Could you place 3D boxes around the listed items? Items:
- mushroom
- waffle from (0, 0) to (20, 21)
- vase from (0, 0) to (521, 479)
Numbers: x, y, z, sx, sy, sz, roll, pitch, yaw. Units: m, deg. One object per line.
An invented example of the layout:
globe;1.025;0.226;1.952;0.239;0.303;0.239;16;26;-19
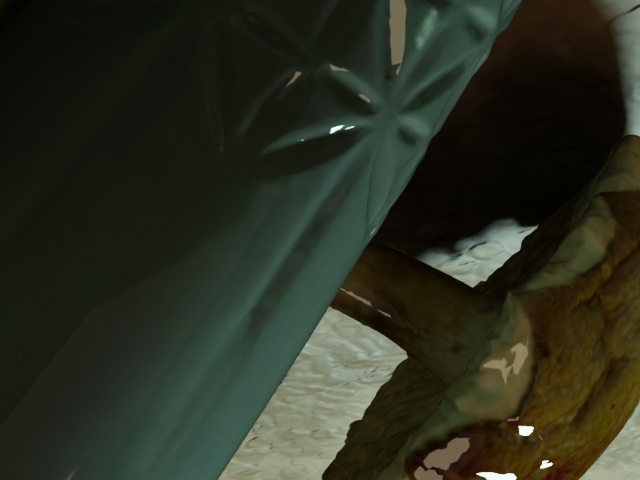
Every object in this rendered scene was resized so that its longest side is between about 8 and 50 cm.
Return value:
mushroom;0.020;0.014;0.675;0.301;0.208;0.233;32;93;-33
waffle;-0.112;-0.100;0.505;0.149;0.051;0.194;-23;148;-17
vase;-0.034;-0.039;0.494;0.301;0.156;0.251;-52;170;9
